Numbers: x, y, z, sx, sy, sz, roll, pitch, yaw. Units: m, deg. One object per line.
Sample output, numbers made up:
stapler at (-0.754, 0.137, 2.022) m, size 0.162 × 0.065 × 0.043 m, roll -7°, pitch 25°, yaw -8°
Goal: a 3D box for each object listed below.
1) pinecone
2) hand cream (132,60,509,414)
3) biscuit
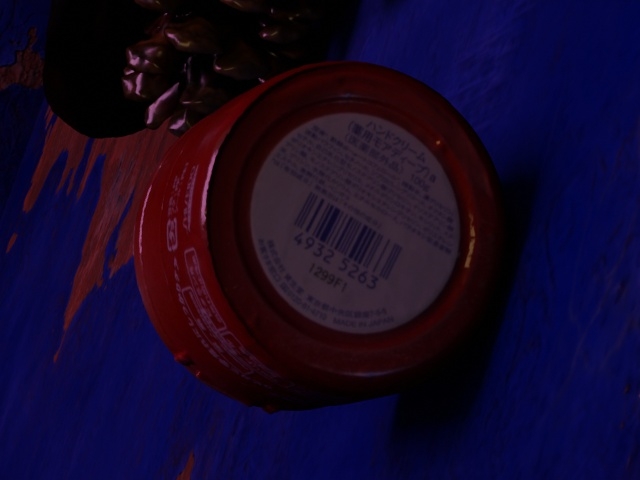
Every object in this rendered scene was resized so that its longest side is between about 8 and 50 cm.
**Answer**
pinecone at (-0.103, -0.229, 1.812) m, size 0.244 × 0.244 × 0.309 m, roll -93°, pitch 19°, yaw -54°
hand cream at (0.000, 0.000, 1.216) m, size 0.149 × 0.230 × 0.230 m, roll -19°, pitch 51°, yaw 69°
biscuit at (-0.164, -0.296, 2.045) m, size 0.407 × 0.091 × 0.407 m, roll -59°, pitch -13°, yaw -22°
